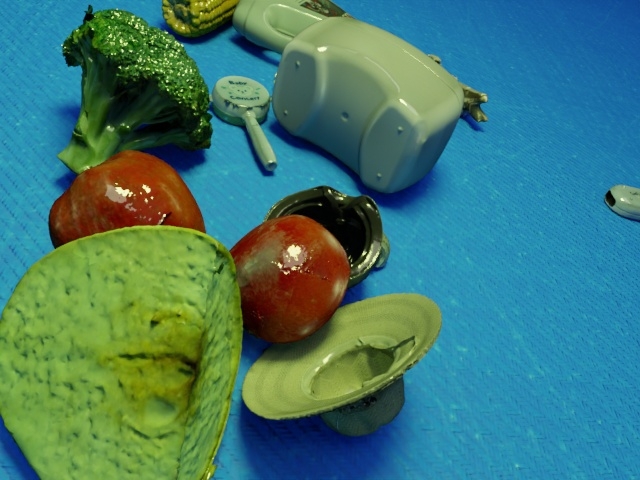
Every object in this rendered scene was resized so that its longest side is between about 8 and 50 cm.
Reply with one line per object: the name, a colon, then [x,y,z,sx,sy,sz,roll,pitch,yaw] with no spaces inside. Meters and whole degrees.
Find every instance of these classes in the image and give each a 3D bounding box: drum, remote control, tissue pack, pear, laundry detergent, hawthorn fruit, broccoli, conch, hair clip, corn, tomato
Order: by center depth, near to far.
pear: [-0.213,0.125,0.538,0.239,0.139,0.288,8,86,6]
hawthorn fruit: [-0.226,-0.008,0.649,0.202,0.185,0.185,42,46,1]
tomato: [-0.064,0.036,0.657,0.189,0.099,0.173,28,82,29]
broccoli: [-0.298,-0.204,0.804,0.269,0.269,0.254,-14,11,-30]
conch: [0.083,0.005,0.833,0.076,0.057,0.085,15,44,-25]
tissue pack: [0.098,-0.266,0.969,0.333,0.229,0.236,36,48,14]
drum: [-0.151,-0.229,0.971,0.130,0.049,0.253,6,46,-16]
remote control: [0.767,-0.075,1.164,0.244,0.047,0.087,11,48,-8]
laundry detergent: [0.014,-0.478,1.225,0.397,0.125,0.264,31,44,7]
corn: [-0.245,-0.591,1.231,0.131,0.131,0.344,26,43,5]
hair clip: [0.326,-0.390,1.287,0.106,0.085,0.292,-7,46,-20]

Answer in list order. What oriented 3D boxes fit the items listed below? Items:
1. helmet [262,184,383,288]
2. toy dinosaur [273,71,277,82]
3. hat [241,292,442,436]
helmet: [0.010,0.008,0.761,0.176,0.107,0.153,13,71,23]
toy dinosaur: [-0.074,-0.353,1.141,0.062,0.021,0.083,25,42,-14]
hat: [0.040,0.169,0.607,0.252,0.252,0.110,-35,106,-40]
